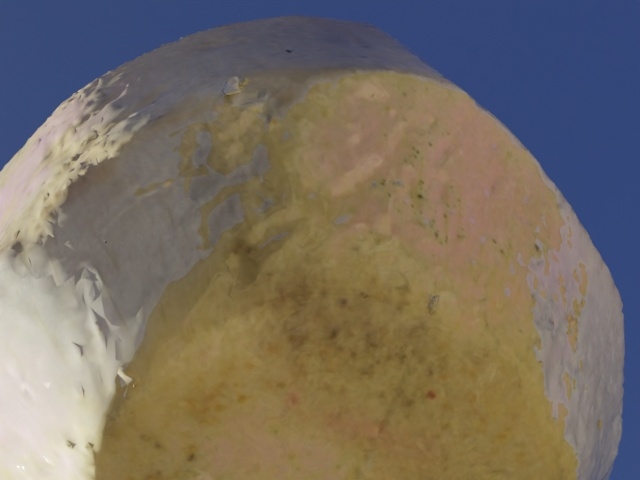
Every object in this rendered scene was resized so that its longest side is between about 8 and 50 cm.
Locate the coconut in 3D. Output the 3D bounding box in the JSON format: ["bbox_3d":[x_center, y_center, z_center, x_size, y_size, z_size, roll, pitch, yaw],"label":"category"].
[{"bbox_3d":[-0.023,0.034,0.592,0.237,0.237,0.197,-37,-66,-12],"label":"coconut"}]
